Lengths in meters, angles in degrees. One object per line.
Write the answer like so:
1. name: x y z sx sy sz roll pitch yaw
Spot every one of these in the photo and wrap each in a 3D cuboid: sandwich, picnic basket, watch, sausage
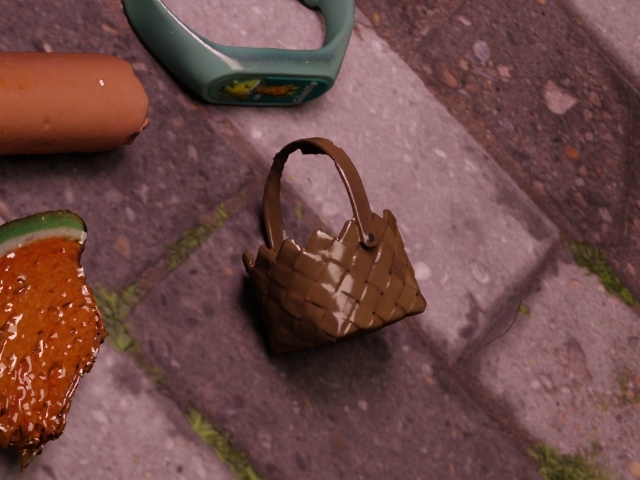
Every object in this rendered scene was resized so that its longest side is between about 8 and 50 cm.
1. sandwich: -0.252 0.070 1.323 0.159 0.079 0.235 40 51 -23
2. picnic basket: 0.000 0.000 1.499 0.138 0.128 0.178 -14 90 -43
3. watch: -0.069 -0.218 1.629 0.237 0.068 0.195 -2 63 -32
4. sausage: -0.269 -0.110 1.406 0.289 0.086 0.086 -5 67 -35
